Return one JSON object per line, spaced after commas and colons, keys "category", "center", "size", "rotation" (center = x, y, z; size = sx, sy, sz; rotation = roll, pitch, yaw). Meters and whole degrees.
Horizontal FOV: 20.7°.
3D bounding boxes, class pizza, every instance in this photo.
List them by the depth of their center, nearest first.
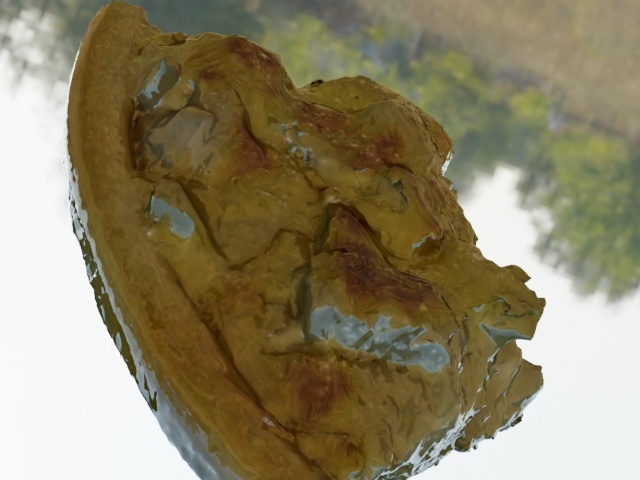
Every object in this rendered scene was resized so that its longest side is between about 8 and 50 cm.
{"category": "pizza", "center": [0.000, 0.000, 0.799], "size": [0.223, 0.089, 0.323], "rotation": [4, -136, -28]}
